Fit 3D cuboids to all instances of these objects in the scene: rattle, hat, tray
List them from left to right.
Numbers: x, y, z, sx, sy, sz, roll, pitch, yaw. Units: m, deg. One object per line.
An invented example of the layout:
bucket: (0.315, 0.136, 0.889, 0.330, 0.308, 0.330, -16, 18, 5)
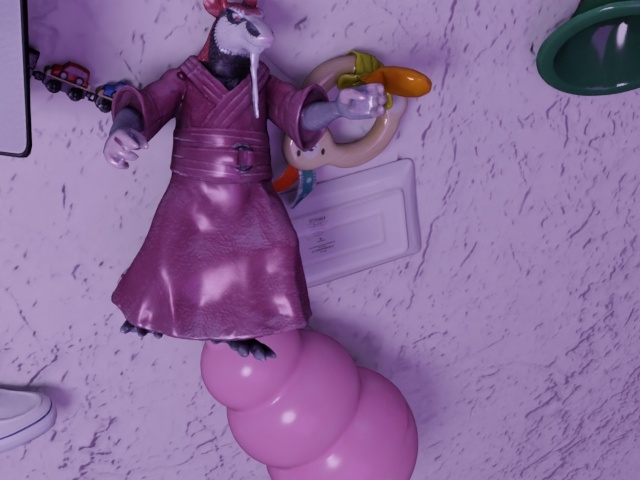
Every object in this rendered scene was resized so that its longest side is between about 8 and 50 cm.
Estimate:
tray: (0.000, 0.000, 0.963, 0.270, 0.030, 0.145, -17, 123, -11)
rattle: (0.024, -0.101, 0.843, 0.199, 0.143, 0.130, -45, 136, -2)
hat: (0.346, -0.301, 0.920, 0.172, 0.184, 0.208, 9, 157, -18)

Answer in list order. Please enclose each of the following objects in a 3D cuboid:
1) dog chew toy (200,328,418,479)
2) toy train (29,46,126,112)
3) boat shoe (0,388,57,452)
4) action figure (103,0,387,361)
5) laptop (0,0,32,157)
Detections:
dog chew toy: (-0.023, 0.210, 0.984, 0.206, 0.207, 0.332, -40, 117, 5)
toy train: (-0.248, -0.160, 0.777, 0.158, 0.027, 0.036, 20, 100, -29)
boat shoe: (-0.421, 0.198, 0.887, 0.226, 0.083, 0.076, -7, 122, -16)
action figure: (-0.089, -0.076, 0.805, 0.247, 0.275, 0.371, 4, 94, -12)
laptop: (-0.409, -0.235, 0.463, 0.381, 0.236, 0.408, 8, 113, 2)
